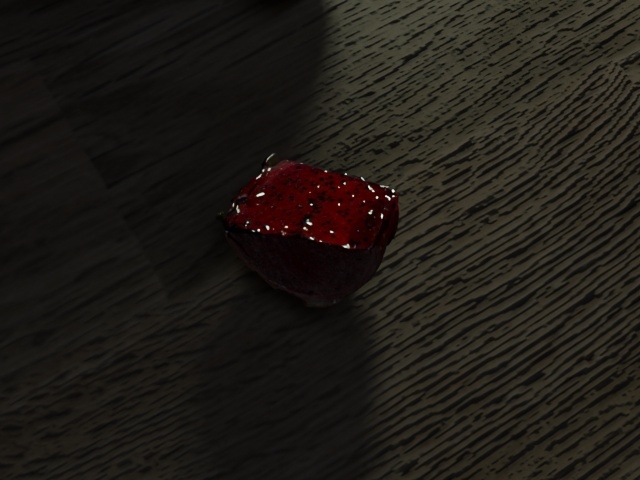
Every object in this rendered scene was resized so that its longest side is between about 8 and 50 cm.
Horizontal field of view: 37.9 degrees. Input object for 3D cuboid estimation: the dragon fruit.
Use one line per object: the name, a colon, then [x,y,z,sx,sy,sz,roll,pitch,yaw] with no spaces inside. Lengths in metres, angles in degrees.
dragon fruit: [0.000,0.000,0.771,0.147,0.096,0.102,16,55,27]
